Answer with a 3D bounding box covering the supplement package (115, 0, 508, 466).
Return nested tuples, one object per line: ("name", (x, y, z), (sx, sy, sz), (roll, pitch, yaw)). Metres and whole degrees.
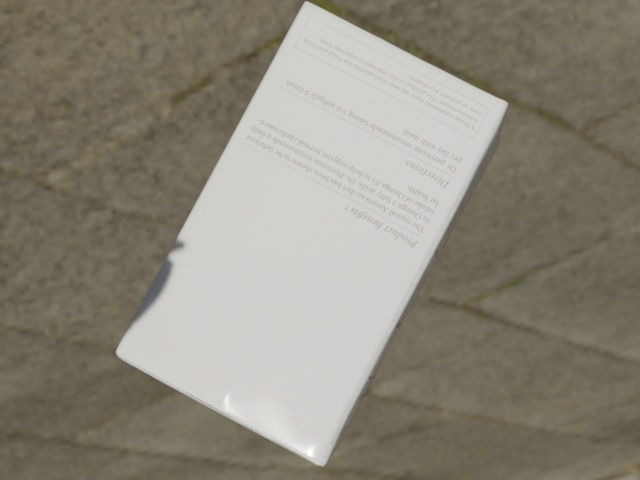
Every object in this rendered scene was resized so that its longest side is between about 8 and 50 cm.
("supplement package", (0.000, 0.000, 0.710), (0.105, 0.179, 0.105), (28, 178, 5))
